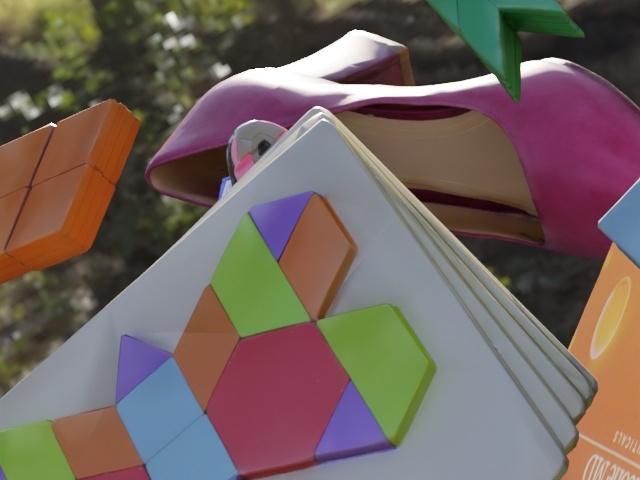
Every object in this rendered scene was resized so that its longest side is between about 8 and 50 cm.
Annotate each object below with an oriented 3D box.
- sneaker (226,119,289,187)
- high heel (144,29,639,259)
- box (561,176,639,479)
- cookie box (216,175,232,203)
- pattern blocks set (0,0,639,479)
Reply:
[{"bbox_3d":[-0.017,-0.002,0.873,0.047,0.119,0.057,-31,12,-25],"label":"sneaker"},{"bbox_3d":[0.054,-0.029,1.073,0.181,0.127,0.377,-33,28,-22],"label":"high heel"},{"bbox_3d":[0.224,-0.030,0.611,0.215,0.168,0.345,-179,111,-85],"label":"box"},{"bbox_3d":[0.000,0.000,1.097,0.092,0.107,0.040,-16,35,23],"label":"cookie box"},{"bbox_3d":[-0.031,0.060,0.477,0.285,0.026,0.325,37,90,40],"label":"pattern blocks set"}]
